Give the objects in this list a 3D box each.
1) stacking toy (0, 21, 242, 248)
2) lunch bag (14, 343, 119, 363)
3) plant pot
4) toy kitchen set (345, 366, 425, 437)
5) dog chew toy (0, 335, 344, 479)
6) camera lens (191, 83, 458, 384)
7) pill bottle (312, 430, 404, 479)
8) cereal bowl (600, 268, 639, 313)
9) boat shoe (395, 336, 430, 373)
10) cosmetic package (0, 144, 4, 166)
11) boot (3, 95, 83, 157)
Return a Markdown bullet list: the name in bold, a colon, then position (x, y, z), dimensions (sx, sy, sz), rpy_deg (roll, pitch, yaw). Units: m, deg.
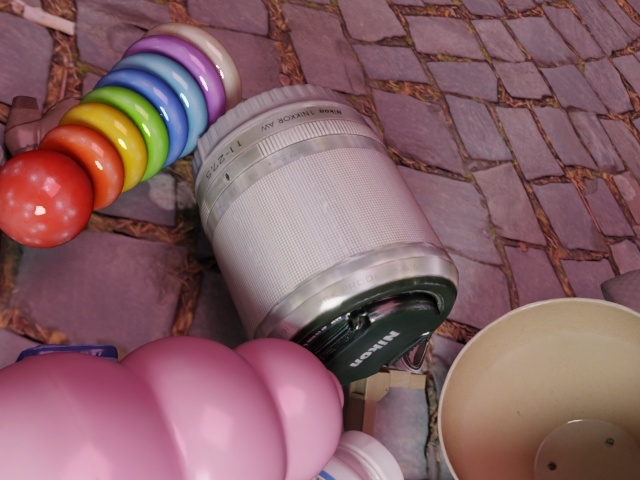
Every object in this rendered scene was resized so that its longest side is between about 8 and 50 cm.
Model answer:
- **stacking toy**: position (-0.212, -0.105, 0.814), dimensions (0.141, 0.141, 0.330), rpy_deg (43, 40, -6)
- **lunch bag**: position (-0.232, 0.126, 0.719), dimensions (0.099, 0.067, 0.065), rpy_deg (4, 60, -33)
- **plant pot**: position (0.302, 0.236, 0.933), dimensions (0.191, 0.284, 0.284), rpy_deg (55, 32, -45)
- **toy kitchen set**: position (0.065, 0.183, 0.924), dimensions (0.083, 0.068, 0.075), rpy_deg (9, 85, -32)
- **dog chew toy**: position (-0.123, 0.170, 0.632), dimensions (0.332, 0.206, 0.206), rpy_deg (-13, 71, -35)
- **camera lens**: position (0.000, 0.000, 0.849), dimensions (0.220, 0.219, 0.274), rpy_deg (-2, 53, -37)
- **pill bottle**: position (-0.019, 0.275, 0.741), dimensions (0.222, 0.124, 0.124), rpy_deg (-30, 82, -44)
- **cereal bowl**: position (0.521, 0.180, 1.079), dimensions (0.339, 0.141, 0.339), rpy_deg (57, 13, -22)
- **boat shoe**: position (0.122, 0.103, 1.013), dimensions (0.049, 0.040, 0.142), rpy_deg (27, 49, -20)
- **cosmetic package**: position (-0.457, -0.038, 0.495), dimensions (0.454, 0.161, 0.230), rpy_deg (16, 10, -21)
- **boot**: position (-0.281, -0.110, 0.861), dimensions (0.119, 0.042, 0.086), rpy_deg (-2, 70, -36)
